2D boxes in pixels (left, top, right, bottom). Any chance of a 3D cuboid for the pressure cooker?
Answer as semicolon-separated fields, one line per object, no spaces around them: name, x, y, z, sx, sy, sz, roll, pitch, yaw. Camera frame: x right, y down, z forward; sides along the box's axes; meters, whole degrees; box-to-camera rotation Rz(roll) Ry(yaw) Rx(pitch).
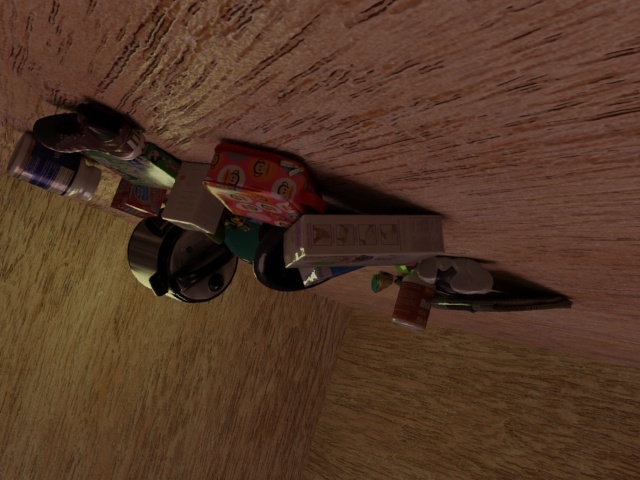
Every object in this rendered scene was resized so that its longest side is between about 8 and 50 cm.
pressure cooker;-0.545;0.063;2.268;0.420;0.370;0.375;13;173;44

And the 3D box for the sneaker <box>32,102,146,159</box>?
sneaker;-0.567;-0.279;1.289;0.281;0.107;0.162;7;163;4

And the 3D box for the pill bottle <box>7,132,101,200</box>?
pill bottle;-0.895;-0.240;1.857;0.264;0.153;0.153;26;167;-37

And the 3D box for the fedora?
fedora;-0.057;-0.003;1.582;0.334;0.334;0.153;29;-160;-49

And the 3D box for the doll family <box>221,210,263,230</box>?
doll family;-0.266;-0.076;1.848;0.192;0.076;0.111;-19;150;36

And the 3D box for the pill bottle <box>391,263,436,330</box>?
pill bottle;0.328;0.194;1.889;0.121;0.216;0.121;17;170;3

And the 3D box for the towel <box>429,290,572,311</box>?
towel;0.568;0.191;1.742;0.324;0.056;0.312;1;175;-23

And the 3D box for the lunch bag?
lunch bag;-0.110;-0.111;1.288;0.258;0.120;0.293;14;169;15

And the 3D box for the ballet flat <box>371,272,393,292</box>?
ballet flat;0.268;0.187;2.371;0.073;0.080;0.232;3;171;-2

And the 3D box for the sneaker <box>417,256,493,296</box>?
sneaker;0.431;0.115;1.644;0.153;0.101;0.268;24;174;-35

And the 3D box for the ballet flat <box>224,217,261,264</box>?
ballet flat;-0.163;0.027;1.958;0.182;0.164;0.482;17;178;-42

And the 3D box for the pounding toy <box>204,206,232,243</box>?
pounding toy;-0.400;-0.107;1.943;0.237;0.110;0.183;46;180;1

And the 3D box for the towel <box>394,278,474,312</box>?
towel;0.437;0.204;2.137;0.271;0.040;0.370;19;180;0

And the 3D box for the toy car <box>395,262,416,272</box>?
toy car;0.253;0.064;1.790;0.238;0.053;0.225;11;168;35

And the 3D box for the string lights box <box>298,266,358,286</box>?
string lights box;0.079;0.046;1.499;0.259;0.077;0.133;-17;173;-21

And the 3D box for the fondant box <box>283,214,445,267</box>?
fondant box;0.094;0.005;1.308;0.330;0.096;0.238;-2;171;-15

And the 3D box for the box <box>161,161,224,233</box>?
box;-0.334;-0.117;1.494;0.130;0.171;0.091;10;166;36

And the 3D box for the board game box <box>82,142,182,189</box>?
board game box;-0.523;-0.217;1.596;0.317;0.046;0.213;11;163;35

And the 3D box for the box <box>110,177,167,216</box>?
box;-0.630;-0.159;1.902;0.122;0.128;0.256;23;169;-28
